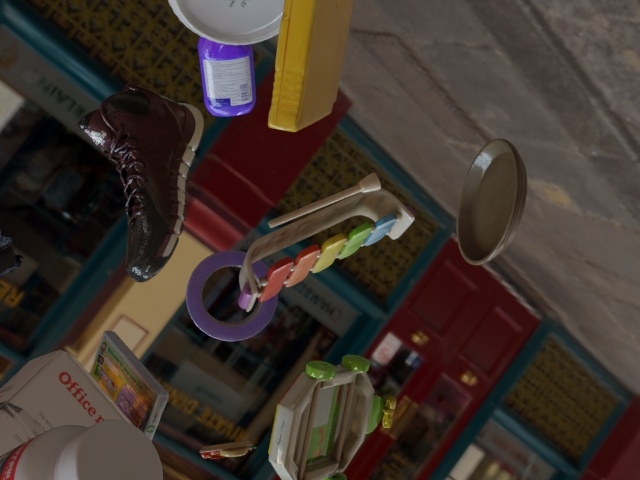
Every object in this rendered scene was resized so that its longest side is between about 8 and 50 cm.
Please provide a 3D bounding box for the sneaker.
[{"bbox_3d":[-0.262,-0.091,1.173,0.163,0.281,0.106,28,143,-32],"label":"sneaker"}]

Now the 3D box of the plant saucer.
[{"bbox_3d":[0.369,-0.080,1.883,0.041,0.277,0.278,12,-177,-15],"label":"plant saucer"}]

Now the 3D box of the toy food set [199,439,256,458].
[{"bbox_3d":[-0.137,0.311,1.297,0.083,0.020,0.083,-12,168,20],"label":"toy food set"}]

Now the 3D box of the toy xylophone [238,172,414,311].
[{"bbox_3d":[0.000,0.000,1.413,0.081,0.323,0.236,61,170,11],"label":"toy xylophone"}]

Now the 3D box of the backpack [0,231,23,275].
[{"bbox_3d":[-0.563,0.019,1.411,0.114,0.105,0.084,11,125,30],"label":"backpack"}]

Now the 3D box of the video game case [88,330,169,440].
[{"bbox_3d":[-0.327,0.276,1.399,0.023,0.193,0.212,13,-166,-41],"label":"video game case"}]

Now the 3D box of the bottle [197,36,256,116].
[{"bbox_3d":[-0.203,-0.402,1.874,0.092,0.118,0.282,-102,7,-47],"label":"bottle"}]

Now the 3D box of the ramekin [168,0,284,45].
[{"bbox_3d":[-0.134,-0.438,1.401,0.273,0.273,0.127,40,-153,-40],"label":"ramekin"}]

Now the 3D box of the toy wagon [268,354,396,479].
[{"bbox_3d":[0.031,0.358,1.722,0.068,0.267,0.344,16,-171,35],"label":"toy wagon"}]

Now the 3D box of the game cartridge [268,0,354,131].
[{"bbox_3d":[0.001,-0.319,1.158,0.053,0.323,0.285,13,-165,8],"label":"game cartridge"}]

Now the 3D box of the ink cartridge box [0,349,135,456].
[{"bbox_3d":[-0.406,0.321,1.199,0.117,0.283,0.207,-20,112,45],"label":"ink cartridge box"}]

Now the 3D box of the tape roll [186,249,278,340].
[{"bbox_3d":[-0.186,0.114,1.831,0.189,0.189,0.080,37,175,-5],"label":"tape roll"}]

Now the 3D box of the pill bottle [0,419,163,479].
[{"bbox_3d":[-0.217,0.212,0.713,0.108,0.180,0.107,34,-140,-34],"label":"pill bottle"}]
